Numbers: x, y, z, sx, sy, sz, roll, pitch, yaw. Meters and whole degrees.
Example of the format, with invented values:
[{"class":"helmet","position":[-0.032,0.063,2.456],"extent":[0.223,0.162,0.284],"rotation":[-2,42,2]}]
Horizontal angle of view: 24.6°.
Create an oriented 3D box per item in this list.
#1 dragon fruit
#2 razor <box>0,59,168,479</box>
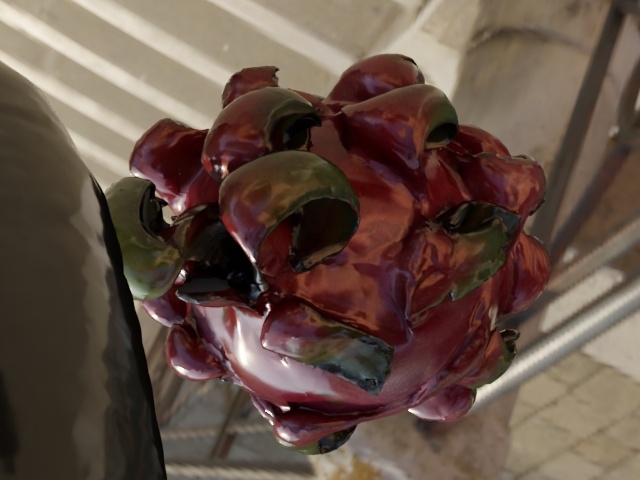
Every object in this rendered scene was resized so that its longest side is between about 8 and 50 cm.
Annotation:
[{"class":"dragon fruit","position":[0.002,-0.006,0.733],"extent":[0.219,0.198,0.273],"rotation":[-2,151,20]},{"class":"razor","position":[-0.143,0.055,0.393],"extent":[0.205,0.349,0.113],"rotation":[-5,127,-18]}]
